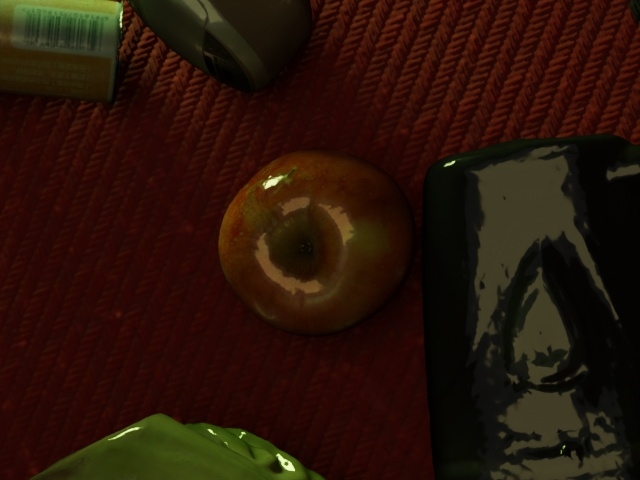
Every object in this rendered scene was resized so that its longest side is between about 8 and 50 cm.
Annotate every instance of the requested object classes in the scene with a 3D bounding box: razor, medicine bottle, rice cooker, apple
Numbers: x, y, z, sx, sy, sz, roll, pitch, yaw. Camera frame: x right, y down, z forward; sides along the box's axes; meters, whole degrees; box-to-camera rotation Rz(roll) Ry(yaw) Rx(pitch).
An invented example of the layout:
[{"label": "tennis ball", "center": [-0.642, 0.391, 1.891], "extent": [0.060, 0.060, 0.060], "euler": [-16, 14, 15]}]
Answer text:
[{"label": "razor", "center": [0.186, 0.089, 1.419], "extent": [0.204, 0.113, 0.349], "euler": [-5, 79, 10]}, {"label": "medicine bottle", "center": [-0.386, -0.181, 1.510], "extent": [0.426, 0.108, 0.108], "euler": [6, 83, -9]}, {"label": "rice cooker", "center": [-0.097, -0.222, 1.507], "extent": [0.127, 0.145, 0.206], "euler": [-37, 73, -8]}, {"label": "apple", "center": [0.000, 0.000, 1.461], "extent": [0.163, 0.139, 0.163], "euler": [1, 95, 13]}]

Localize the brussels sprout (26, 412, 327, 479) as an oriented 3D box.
[{"label": "brussels sprout", "center": [-0.099, 0.297, 1.383], "extent": [0.328, 0.247, 0.328], "euler": [-1, 80, 5]}]
